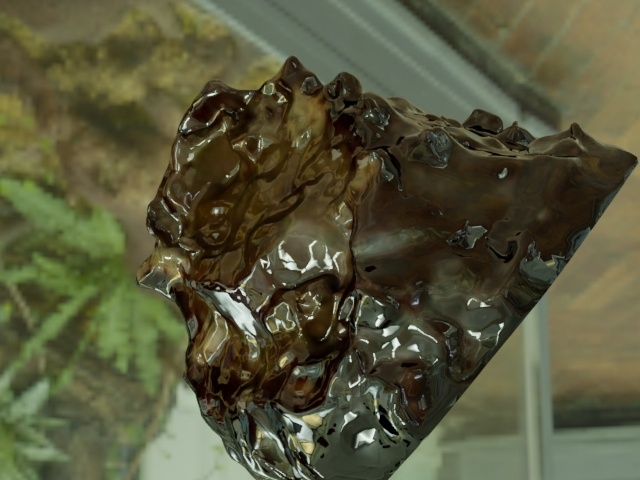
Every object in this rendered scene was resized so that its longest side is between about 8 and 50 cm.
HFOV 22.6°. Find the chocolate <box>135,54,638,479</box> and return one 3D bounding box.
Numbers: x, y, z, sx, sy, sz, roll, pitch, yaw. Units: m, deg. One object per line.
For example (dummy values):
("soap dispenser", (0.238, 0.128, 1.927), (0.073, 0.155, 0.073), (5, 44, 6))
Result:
("chocolate", (0.000, 0.000, 0.717), (0.177, 0.224, 0.206), (38, -178, 3))
